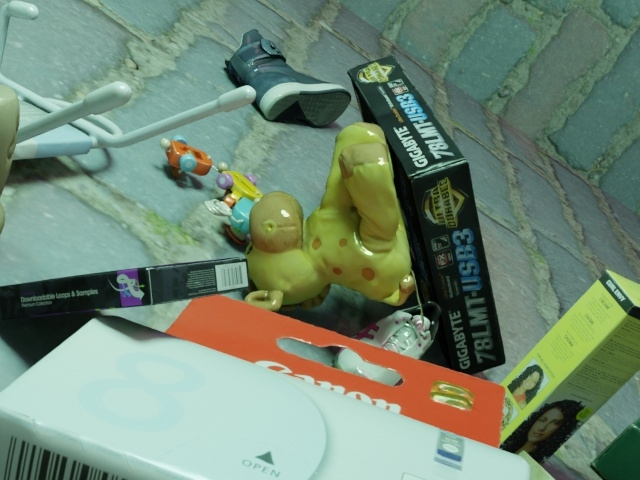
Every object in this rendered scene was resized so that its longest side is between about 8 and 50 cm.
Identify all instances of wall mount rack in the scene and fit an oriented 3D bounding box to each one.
[{"bbox_3d":[-0.248,-0.132,0.825,0.304,0.130,0.350,26,18,18],"label":"wall mount rack"}]

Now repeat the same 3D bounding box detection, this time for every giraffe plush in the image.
[{"bbox_3d":[0.000,0.000,0.929,0.181,0.170,0.210,24,54,-82],"label":"giraffe plush"}]

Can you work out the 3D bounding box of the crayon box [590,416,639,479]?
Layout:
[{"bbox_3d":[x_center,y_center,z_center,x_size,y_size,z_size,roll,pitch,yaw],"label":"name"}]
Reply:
[{"bbox_3d":[0.497,0.344,1.121,0.318,0.081,0.202,46,23,21],"label":"crayon box"}]

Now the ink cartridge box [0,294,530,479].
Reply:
[{"bbox_3d":[-0.007,0.116,0.670,0.308,0.091,0.385,17,21,8],"label":"ink cartridge box"}]

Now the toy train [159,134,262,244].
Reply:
[{"bbox_3d":[-0.119,-0.051,1.038,0.125,0.046,0.166,18,25,-37],"label":"toy train"}]

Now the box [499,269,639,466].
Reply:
[{"bbox_3d":[0.258,0.141,0.961,0.087,0.232,0.058,20,27,-34],"label":"box"}]

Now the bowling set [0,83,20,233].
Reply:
[{"bbox_3d":[-0.304,0.001,0.567,0.199,0.154,0.287,12,28,-10],"label":"bowling set"}]

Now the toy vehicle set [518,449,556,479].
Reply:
[{"bbox_3d":[0.242,0.267,0.668,0.267,0.035,0.166,44,0,7],"label":"toy vehicle set"}]

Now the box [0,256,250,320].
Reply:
[{"bbox_3d":[-0.151,0.036,0.688,0.116,0.162,0.029,-6,90,-60],"label":"box"}]

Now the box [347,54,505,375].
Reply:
[{"bbox_3d":[0.126,-0.035,1.118,0.293,0.073,0.296,-111,-178,-55],"label":"box"}]

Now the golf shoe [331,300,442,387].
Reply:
[{"bbox_3d":[0.071,0.106,0.950,0.067,0.086,0.186,43,24,8],"label":"golf shoe"}]

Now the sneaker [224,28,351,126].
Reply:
[{"bbox_3d":[-0.055,-0.268,1.513,0.163,0.086,0.226,49,26,22],"label":"sneaker"}]
